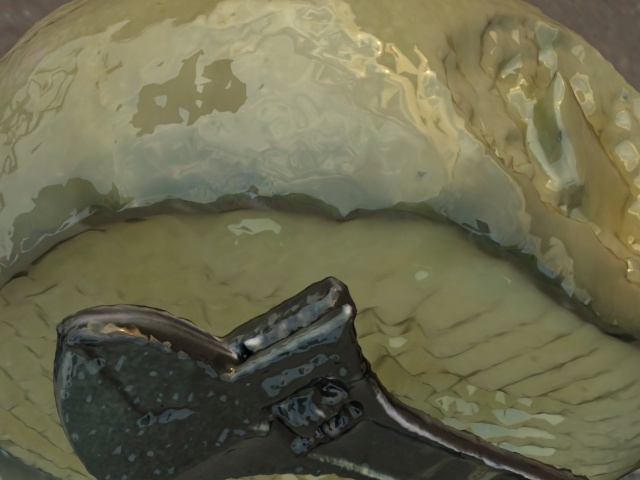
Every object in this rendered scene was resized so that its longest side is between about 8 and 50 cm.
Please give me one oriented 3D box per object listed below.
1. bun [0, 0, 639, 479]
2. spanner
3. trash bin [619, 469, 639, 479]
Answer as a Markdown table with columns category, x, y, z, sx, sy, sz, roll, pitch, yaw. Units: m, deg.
| category | x | y | z | sx | sy | sz | roll | pitch | yaw |
| --- | --- | --- | --- | --- | --- | --- | --- | --- | --- |
| bun | -0.003 | -0.003 | 0.769 | 0.364 | 0.364 | 0.202 | -10 | 57 | 19 |
| spanner | 0.052 | 0.081 | 0.561 | 0.093 | 0.325 | 0.026 | -48 | 38 | 23 |
| trash bin | 0.273 | 0.249 | 1.036 | 0.259 | 0.381 | 0.295 | -8 | 47 | 50 |
